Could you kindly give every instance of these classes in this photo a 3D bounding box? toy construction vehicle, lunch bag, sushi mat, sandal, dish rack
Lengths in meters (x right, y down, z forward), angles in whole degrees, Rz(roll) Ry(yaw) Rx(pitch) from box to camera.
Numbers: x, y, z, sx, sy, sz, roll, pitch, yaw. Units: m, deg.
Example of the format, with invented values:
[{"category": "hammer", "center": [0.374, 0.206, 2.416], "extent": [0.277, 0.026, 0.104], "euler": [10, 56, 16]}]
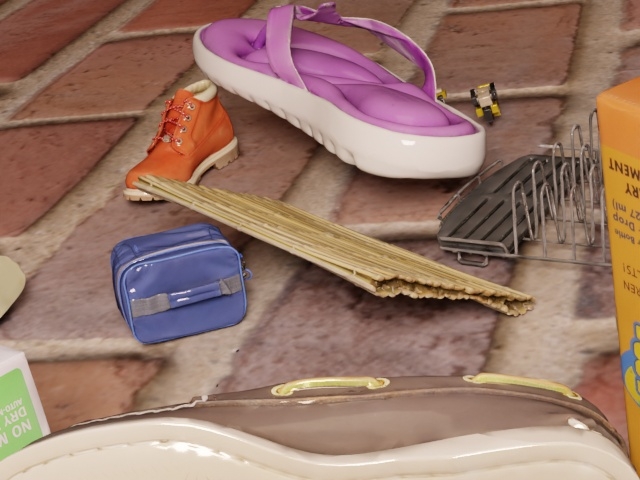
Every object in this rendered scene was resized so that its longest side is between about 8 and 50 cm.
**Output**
[{"category": "toy construction vehicle", "center": [0.127, -0.119, 1.342], "extent": [0.086, 0.035, 0.098], "euler": [-18, 19, 9]}, {"category": "lunch bag", "center": [-0.098, 0.032, 1.026], "extent": [0.098, 0.067, 0.065], "euler": [-14, 24, -13]}, {"category": "sushi mat", "center": [0.000, 0.000, 1.047], "extent": [0.151, 0.019, 0.316], "euler": [11, 7, -39]}, {"category": "sandal", "center": [0.023, -0.158, 1.269], "extent": [0.169, 0.102, 0.416], "euler": [-3, 23, -31]}, {"category": "dish rack", "center": [0.227, -0.042, 1.064], "extent": [0.271, 0.074, 0.208], "euler": [6, 27, 32]}]

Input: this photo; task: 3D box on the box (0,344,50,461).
[{"category": "box", "center": [-0.313, 0.148, 0.773], "extent": [0.231, 0.126, 0.262], "euler": [10, 29, 43]}]

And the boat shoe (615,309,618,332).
[{"category": "boat shoe", "center": [0.302, 0.040, 0.843], "extent": [0.257, 0.095, 0.095], "euler": [0, 10, 6]}]

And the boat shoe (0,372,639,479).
[{"category": "boat shoe", "center": [-0.005, 0.123, 0.725], "extent": [0.324, 0.116, 0.096], "euler": [-4, 19, 4]}]

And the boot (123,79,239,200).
[{"category": "boot", "center": [-0.134, -0.091, 1.308], "extent": [0.059, 0.084, 0.158], "euler": [5, 28, 27]}]

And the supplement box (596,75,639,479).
[{"category": "supplement box", "center": [0.195, 0.033, 0.697], "extent": [0.080, 0.233, 0.078], "euler": [-23, 26, -20]}]

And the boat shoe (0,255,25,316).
[{"category": "boat shoe", "center": [-0.273, 0.060, 1.065], "extent": [0.042, 0.049, 0.133], "euler": [-27, 15, 40]}]
